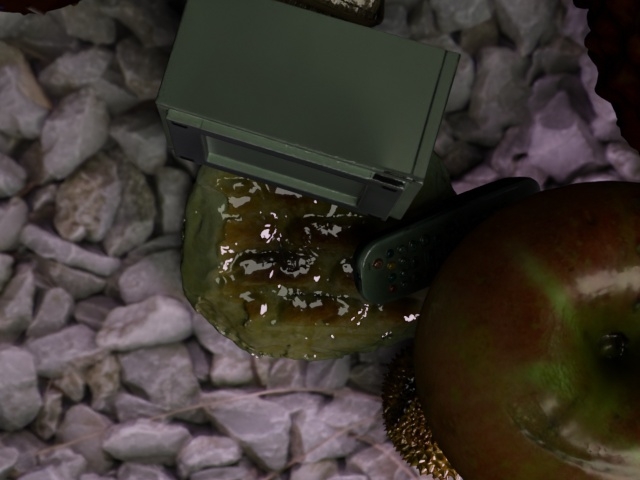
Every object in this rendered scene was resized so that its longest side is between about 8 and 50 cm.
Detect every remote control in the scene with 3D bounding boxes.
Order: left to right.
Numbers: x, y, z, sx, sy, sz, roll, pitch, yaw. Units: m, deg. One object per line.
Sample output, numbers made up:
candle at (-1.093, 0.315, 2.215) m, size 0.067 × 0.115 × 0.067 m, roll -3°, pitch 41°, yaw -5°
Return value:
remote control at (0.123, -0.005, 1.619) m, size 0.222 × 0.042 × 0.072 m, roll -24°, pitch 124°, yaw -29°

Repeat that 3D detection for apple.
apple at (0.255, 0.111, 1.538) m, size 0.339 × 0.339 × 0.340 m, roll -6°, pitch 118°, yaw -11°

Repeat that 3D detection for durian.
durian at (0.137, 0.170, 1.737) m, size 0.168 × 0.137 × 0.158 m, roll 3°, pitch 96°, yaw -25°

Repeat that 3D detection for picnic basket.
picnic basket at (-0.013, -0.236, 1.466) m, size 0.115 × 0.164 × 0.079 m, roll 19°, pitch 102°, yaw -23°

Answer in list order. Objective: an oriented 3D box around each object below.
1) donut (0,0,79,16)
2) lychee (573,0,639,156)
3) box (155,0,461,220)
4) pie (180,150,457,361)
donut at (-0.244, -0.287, 1.418) m, size 0.230 × 0.096 × 0.216 m, roll -42°, pitch 119°, yaw 9°
lychee at (0.409, -0.222, 1.446) m, size 0.424 × 0.500 × 0.425 m, roll -26°, pitch 126°, yaw -44°
box at (-0.016, -0.110, 1.446) m, size 0.225 × 0.225 × 0.117 m, roll 16°, pitch 83°, yaw 0°
pie at (0.000, 0.000, 1.647) m, size 0.306 × 0.071 × 0.306 m, roll -5°, pitch 118°, yaw -10°
